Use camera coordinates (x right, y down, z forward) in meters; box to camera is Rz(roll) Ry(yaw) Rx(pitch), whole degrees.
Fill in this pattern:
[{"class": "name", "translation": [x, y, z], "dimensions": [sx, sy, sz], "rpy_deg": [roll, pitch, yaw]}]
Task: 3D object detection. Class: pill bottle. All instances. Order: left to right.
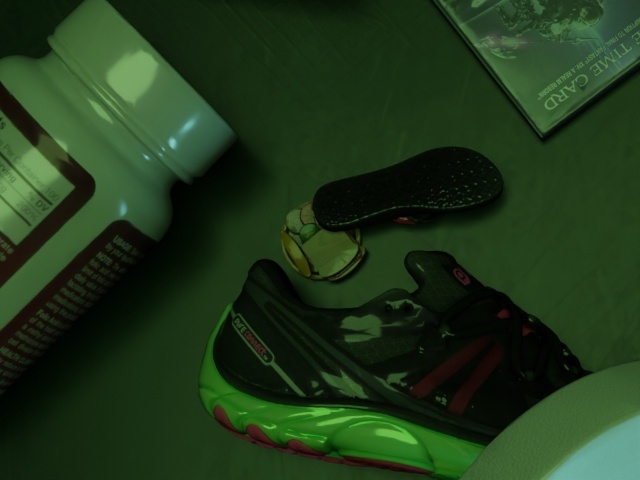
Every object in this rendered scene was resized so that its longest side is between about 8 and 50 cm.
[{"class": "pill bottle", "translation": [-0.278, -0.026, 1.529], "dimensions": [0.392, 0.224, 0.224], "rpy_deg": [-44, 78, 0]}]

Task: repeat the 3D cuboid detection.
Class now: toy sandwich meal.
[{"class": "toy sandwich meal", "translation": [0.000, 0.000, 1.579], "dimensions": [0.085, 0.029, 0.086], "rpy_deg": [-1, 82, 9]}]

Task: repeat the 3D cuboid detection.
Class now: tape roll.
[{"class": "tape roll", "translation": [0.246, 0.283, 1.347], "dimensions": [0.392, 0.392, 0.072], "rpy_deg": [-50, 35, -1]}]

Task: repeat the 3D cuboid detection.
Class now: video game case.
[{"class": "video game case", "translation": [0.205, -0.259, 1.587], "dimensions": [0.196, 0.026, 0.274], "rpy_deg": [-37, 79, 2]}]

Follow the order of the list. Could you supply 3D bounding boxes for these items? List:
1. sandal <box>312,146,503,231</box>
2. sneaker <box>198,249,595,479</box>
[{"class": "sandal", "translation": [0.082, -0.043, 1.566], "dimensions": [0.179, 0.040, 0.067], "rpy_deg": [-11, 60, 10]}, {"class": "sneaker", "translation": [0.134, 0.112, 1.466], "dimensions": [0.482, 0.185, 0.202], "rpy_deg": [9, 81, 7]}]
